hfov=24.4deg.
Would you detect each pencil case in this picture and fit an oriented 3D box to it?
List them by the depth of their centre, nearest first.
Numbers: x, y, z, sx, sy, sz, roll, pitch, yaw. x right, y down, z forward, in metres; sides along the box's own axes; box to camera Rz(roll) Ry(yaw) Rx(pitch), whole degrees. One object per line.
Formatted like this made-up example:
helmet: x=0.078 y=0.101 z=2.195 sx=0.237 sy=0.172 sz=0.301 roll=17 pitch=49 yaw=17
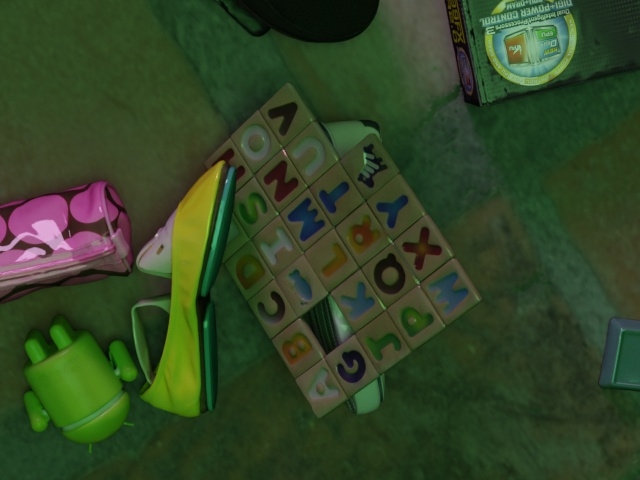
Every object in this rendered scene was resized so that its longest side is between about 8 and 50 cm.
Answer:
pencil case: x=-0.256 y=0.015 z=1.208 sx=0.209 sy=0.098 sz=0.095 roll=-16 pitch=102 yaw=-8

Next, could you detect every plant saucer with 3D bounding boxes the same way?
plant saucer: x=0.356 y=0.115 z=1.370 sx=0.192 sy=0.018 sz=0.067 roll=7 pitch=98 yaw=-12

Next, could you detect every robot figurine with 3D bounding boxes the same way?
robot figurine: x=-0.206 y=0.122 z=1.249 sx=0.101 sy=0.067 sz=0.115 roll=-31 pitch=103 yaw=-2

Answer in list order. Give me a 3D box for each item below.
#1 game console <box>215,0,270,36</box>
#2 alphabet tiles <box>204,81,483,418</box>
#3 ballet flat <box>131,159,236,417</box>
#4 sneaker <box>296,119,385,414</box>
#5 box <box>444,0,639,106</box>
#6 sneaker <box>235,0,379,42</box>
game console: x=-0.047 y=-0.246 z=1.218 sx=0.071 sy=0.107 sz=0.122 roll=42 pitch=90 yaw=15
alphabet tiles: x=0.000 y=0.000 z=1.206 sx=0.198 sy=0.009 sz=0.237 roll=-40 pitch=77 yaw=35
ballet flat: x=-0.118 y=0.042 z=1.240 sx=0.077 sy=0.077 sz=0.231 roll=8 pitch=110 yaw=4
sneaker: x=0.037 y=0.022 z=1.262 sx=0.091 sy=0.094 sz=0.258 roll=-13 pitch=105 yaw=-15
box: x=0.236 y=-0.249 z=1.269 sx=0.270 sy=0.060 sz=0.216 roll=-13 pitch=101 yaw=-7
sneaker: x=-0.023 y=-0.252 z=1.116 sx=0.125 sy=0.139 sz=0.341 roll=-46 pitch=143 yaw=-8
